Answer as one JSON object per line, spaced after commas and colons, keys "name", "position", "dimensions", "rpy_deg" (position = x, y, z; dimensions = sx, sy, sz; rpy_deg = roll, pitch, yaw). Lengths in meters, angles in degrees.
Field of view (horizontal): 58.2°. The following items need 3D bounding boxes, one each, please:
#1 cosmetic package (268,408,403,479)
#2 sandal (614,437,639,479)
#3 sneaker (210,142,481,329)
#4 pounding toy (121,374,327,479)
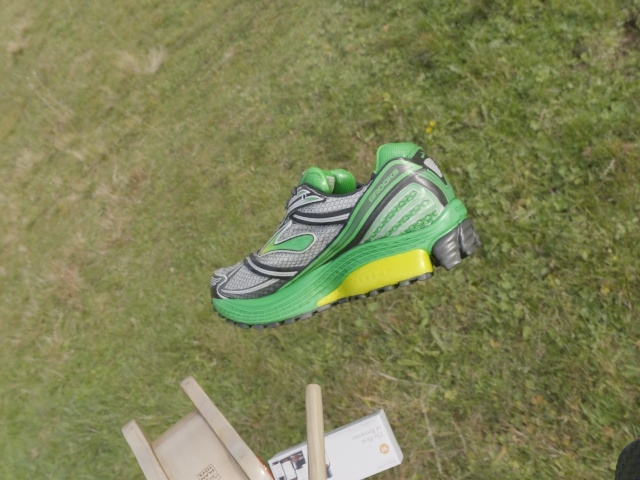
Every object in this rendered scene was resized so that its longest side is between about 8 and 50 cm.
{"name": "cosmetic package", "position": [0.028, 0.417, 1.098], "dimensions": [0.238, 0.060, 0.099], "rpy_deg": [-27, 81, 10]}
{"name": "sandal", "position": [0.557, 0.313, 0.792], "dimensions": [0.106, 0.446, 0.168], "rpy_deg": [0, 48, -9]}
{"name": "sneaker", "position": [0.000, 0.000, 0.641], "dimensions": [0.343, 0.134, 0.146], "rpy_deg": [-24, 89, 34]}
{"name": "pounding toy", "position": [-0.045, 0.213, 0.499], "dimensions": [0.154, 0.154, 0.269], "rpy_deg": [-36, 35, -19]}
